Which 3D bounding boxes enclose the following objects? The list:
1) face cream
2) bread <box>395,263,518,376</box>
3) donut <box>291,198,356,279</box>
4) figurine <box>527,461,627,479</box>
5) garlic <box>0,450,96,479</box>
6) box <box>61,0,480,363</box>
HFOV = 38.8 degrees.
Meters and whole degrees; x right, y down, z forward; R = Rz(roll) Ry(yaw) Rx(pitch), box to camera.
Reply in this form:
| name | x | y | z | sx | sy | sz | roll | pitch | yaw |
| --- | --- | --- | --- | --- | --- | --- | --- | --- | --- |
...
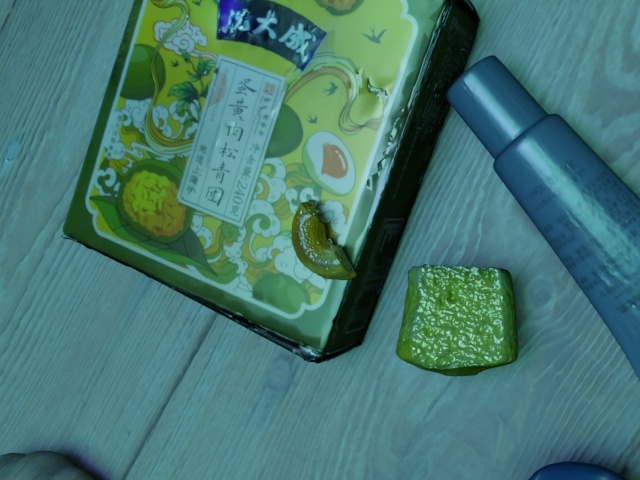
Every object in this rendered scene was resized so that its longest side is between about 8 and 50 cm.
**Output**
| name | x | y | z | sx | sy | sz | roll | pitch | yaw |
| --- | --- | --- | --- | --- | --- | --- | --- | --- | --- |
| face cream | 0.274 | -0.026 | 0.935 | 0.135 | 0.086 | 0.385 | -41 | 80 | 21 |
| bread | 0.146 | 0.085 | 0.972 | 0.129 | 0.111 | 0.114 | 2 | 86 | 5 |
| donut | 0.000 | 0.000 | 0.929 | 0.067 | 0.038 | 0.083 | 2 | 94 | 24 |
| figurine | 0.221 | 0.432 | 0.906 | 0.297 | 0.243 | 0.417 | 11 | 74 | 32 |
| garlic | -0.387 | 0.384 | 1.179 | 0.227 | 0.152 | 0.228 | 0 | 91 | 18 |
| box | -0.066 | -0.125 | 1.047 | 0.372 | 0.138 | 0.421 | 23 | 99 | 22 |
